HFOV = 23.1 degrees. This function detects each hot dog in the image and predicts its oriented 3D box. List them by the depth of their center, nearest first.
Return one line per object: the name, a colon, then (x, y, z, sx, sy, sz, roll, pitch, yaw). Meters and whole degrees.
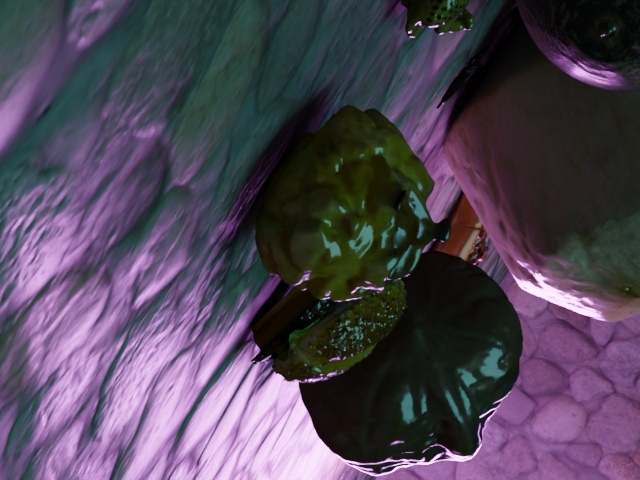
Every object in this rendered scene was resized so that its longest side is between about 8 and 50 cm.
hot dog: (0.200, 0.031, 2.327, 0.249, 0.076, 0.102, -62, 172, 8)

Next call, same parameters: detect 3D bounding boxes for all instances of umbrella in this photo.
umbrella: (0.160, -0.185, 1.744, 0.022, 0.013, 0.122, -39, -170, 50)

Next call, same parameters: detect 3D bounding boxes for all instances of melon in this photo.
melon: (0.328, -0.291, 1.608, 0.329, 0.248, 0.249, -57, 171, -51)

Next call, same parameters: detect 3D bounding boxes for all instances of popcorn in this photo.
popcorn: (0.021, -0.025, 1.230, 0.167, 0.152, 0.148, -53, 147, -42)

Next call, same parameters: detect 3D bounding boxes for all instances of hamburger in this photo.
hamburger: (0.015, 0.074, 1.482, 0.137, 0.087, 0.166, -45, 170, 32)

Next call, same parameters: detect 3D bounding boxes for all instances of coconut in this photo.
coconut: (0.353, -0.124, 1.885, 0.415, 0.415, 0.344, -61, 159, 7)

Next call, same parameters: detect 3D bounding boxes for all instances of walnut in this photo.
walnut: (0.102, 0.135, 1.755, 0.273, 0.273, 0.227, 99, -13, -62)

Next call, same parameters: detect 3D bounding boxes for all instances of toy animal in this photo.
toy animal: (0.106, -0.227, 1.280, 0.181, 0.073, 0.136, -52, 166, 27)
